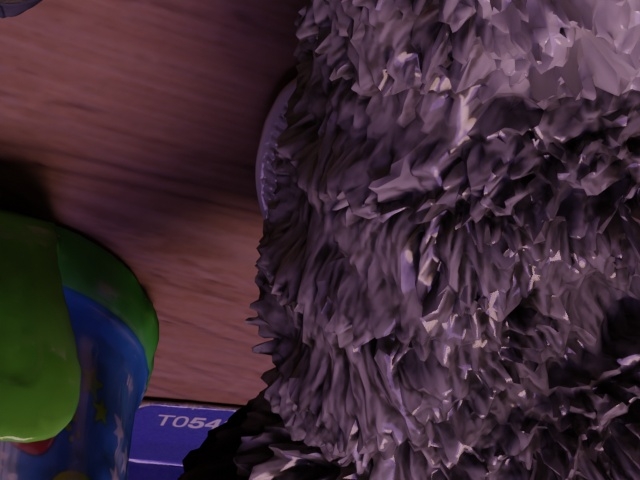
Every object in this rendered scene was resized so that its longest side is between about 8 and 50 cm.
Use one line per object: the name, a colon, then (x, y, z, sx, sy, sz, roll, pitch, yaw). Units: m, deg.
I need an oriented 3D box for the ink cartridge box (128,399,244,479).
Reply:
ink cartridge box: (-0.019, 0.227, 1.043, 0.324, 0.071, 0.330, 7, 145, -19)

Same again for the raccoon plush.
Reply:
raccoon plush: (0.000, 0.000, 0.491, 0.299, 0.216, 0.446, 33, 102, -39)

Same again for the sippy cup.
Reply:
sippy cup: (-0.195, 0.134, 0.735, 0.240, 0.224, 0.305, -10, 146, 6)

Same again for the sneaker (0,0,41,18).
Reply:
sneaker: (-0.195, -0.128, 0.453, 0.300, 0.111, 0.121, 13, 147, -22)

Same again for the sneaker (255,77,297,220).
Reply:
sneaker: (-0.001, -0.023, 0.697, 0.051, 0.070, 0.134, 1, 117, 5)
